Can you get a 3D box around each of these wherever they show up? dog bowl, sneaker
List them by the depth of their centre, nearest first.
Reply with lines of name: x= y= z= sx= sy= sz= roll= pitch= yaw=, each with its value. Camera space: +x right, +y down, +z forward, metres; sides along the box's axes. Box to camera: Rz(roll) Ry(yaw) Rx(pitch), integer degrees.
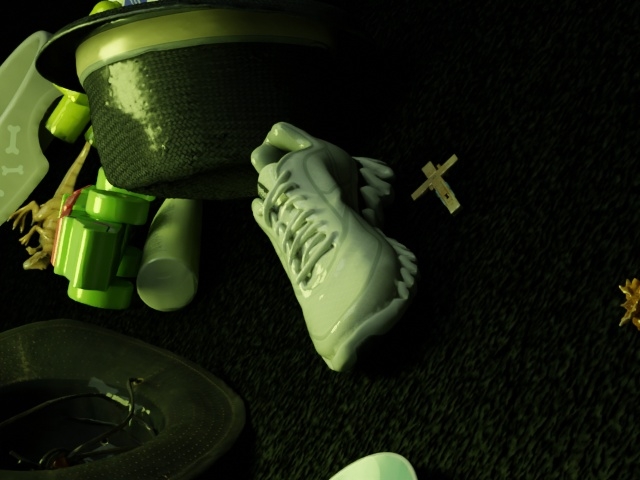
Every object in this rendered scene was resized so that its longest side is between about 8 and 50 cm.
sneaker: x=0.000 y=0.000 z=1.410 sx=0.110 sy=0.118 sz=0.292 roll=-47 pitch=23 yaw=16
dog bowl: x=-0.478 y=-0.174 z=2.765 sx=0.349 sy=0.102 sz=0.348 roll=-46 pitch=21 yaw=24

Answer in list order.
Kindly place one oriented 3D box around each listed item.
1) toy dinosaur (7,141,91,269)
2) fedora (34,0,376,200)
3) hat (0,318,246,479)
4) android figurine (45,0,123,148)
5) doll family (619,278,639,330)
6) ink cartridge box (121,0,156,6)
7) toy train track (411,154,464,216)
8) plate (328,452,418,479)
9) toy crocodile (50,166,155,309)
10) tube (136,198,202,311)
toy dinosaur: x=-0.345 y=-0.044 z=2.349 sx=0.112 sy=0.064 sz=0.211 roll=-7 pitch=58 yaw=40
fedora: x=-0.109 y=-0.123 z=1.699 sx=0.334 sy=0.334 sz=0.152 roll=-20 pitch=70 yaw=58
hat: x=-0.222 y=0.194 z=1.509 sx=0.331 sy=0.331 sz=0.134 roll=-106 pitch=13 yaw=-65
android figurine: x=-0.209 y=-0.224 z=2.105 sx=0.056 sy=0.248 sz=0.273 roll=42 pitch=100 yaw=25
doll family: x=0.225 y=0.017 z=0.876 sx=0.163 sy=0.118 sz=0.263 roll=-44 pitch=23 yaw=29
ink cartridge box: x=-0.158 y=-0.237 z=1.902 sx=0.332 sy=0.065 sz=0.165 roll=103 pitch=148 yaw=-45
toy train track: x=0.098 y=-0.039 z=1.399 sx=0.048 sy=0.014 sz=0.083 roll=-44 pitch=28 yaw=10
plate: x=0.011 y=0.225 z=1.165 sx=0.188 sy=0.024 sz=0.188 roll=-45 pitch=21 yaw=23
toy crocodile: x=-0.235 y=-0.009 z=1.871 sx=0.340 sy=0.105 sz=0.115 roll=-97 pitch=19 yaw=-78
tube: x=-0.150 y=-0.008 z=1.847 sx=0.070 sy=0.062 sz=0.240 roll=-15 pitch=24 yaw=5
